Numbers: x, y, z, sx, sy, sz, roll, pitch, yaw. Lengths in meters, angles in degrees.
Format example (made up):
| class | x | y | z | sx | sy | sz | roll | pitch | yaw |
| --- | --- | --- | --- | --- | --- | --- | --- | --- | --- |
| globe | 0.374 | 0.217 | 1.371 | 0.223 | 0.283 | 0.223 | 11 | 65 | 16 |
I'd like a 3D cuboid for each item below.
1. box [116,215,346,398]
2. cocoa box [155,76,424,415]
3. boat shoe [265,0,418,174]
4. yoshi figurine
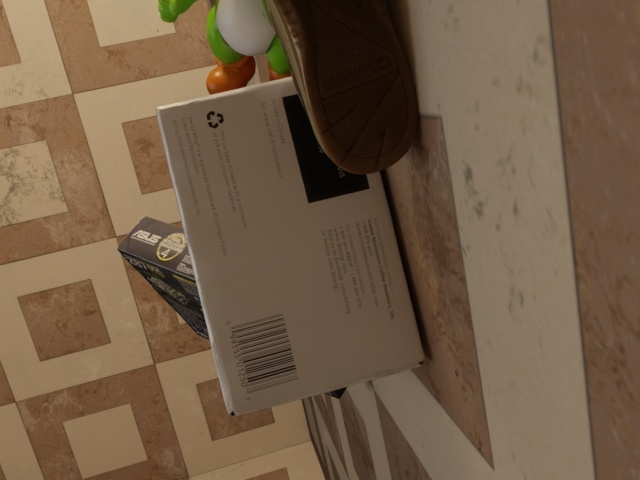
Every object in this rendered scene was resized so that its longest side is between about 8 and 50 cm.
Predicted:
| class | x | y | z | sx | sy | sz | roll | pitch | yaw |
| --- | --- | --- | --- | --- | --- | --- | --- | --- | --- |
| box | -0.151 | 0.123 | 1.152 | 0.395 | 0.097 | 0.318 | 16 | 152 | 37 |
| cocoa box | -0.044 | -0.002 | 0.777 | 0.228 | 0.232 | 0.346 | 179 | 77 | -81 |
| boat shoe | -0.002 | -0.230 | 0.538 | 0.123 | 0.123 | 0.341 | -128 | 19 | -66 |
| yoshi figurine | -0.105 | -0.333 | 0.844 | 0.203 | 0.204 | 0.362 | 51 | 156 | 33 |
